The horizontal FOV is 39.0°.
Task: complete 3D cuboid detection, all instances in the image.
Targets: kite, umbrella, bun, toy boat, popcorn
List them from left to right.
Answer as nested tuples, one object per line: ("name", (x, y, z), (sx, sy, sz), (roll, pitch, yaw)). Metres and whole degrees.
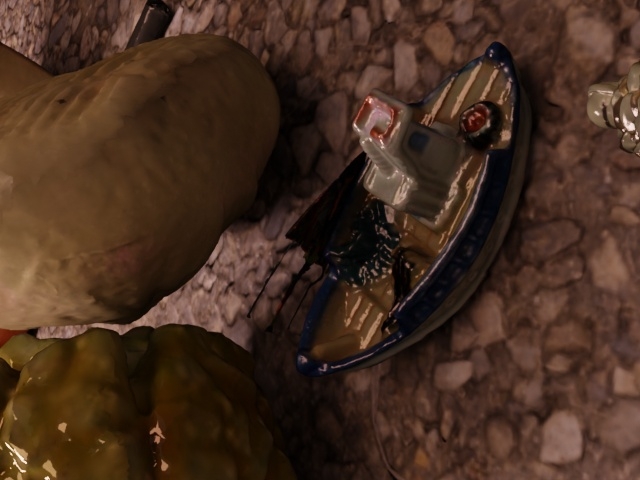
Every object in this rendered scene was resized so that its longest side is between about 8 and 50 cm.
("bun", (-0.191, -0.041, 0.791), (0.361, 0.361, 0.213), (4, 121, 51))
("popcorn", (-0.161, 0.203, 0.719), (0.335, 0.279, 0.274), (79, 169, -57))
("umbrella", (-0.210, -0.221, 1.045), (0.133, 0.031, 0.036), (-56, 19, 28))
("kite", (0.000, 0.000, 0.677), (0.010, 0.183, 0.160), (28, 86, 11))
("toy boat", (0.053, -0.018, 0.622), (0.114, 0.115, 0.262), (39, 114, 47))
("umbrella", (0.211, -0.074, 0.488), (0.144, 0.062, 0.067), (7, 120, 44))

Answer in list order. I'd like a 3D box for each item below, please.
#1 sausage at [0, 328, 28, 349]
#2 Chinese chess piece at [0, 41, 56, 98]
("sausage", (-0.453, 0.151, 1.222), (0.097, 0.094, 0.348), (35, 109, 33))
("Chinese chess piece", (-0.450, -0.210, 1.145), (0.270, 0.270, 0.112), (26, 87, 49))
